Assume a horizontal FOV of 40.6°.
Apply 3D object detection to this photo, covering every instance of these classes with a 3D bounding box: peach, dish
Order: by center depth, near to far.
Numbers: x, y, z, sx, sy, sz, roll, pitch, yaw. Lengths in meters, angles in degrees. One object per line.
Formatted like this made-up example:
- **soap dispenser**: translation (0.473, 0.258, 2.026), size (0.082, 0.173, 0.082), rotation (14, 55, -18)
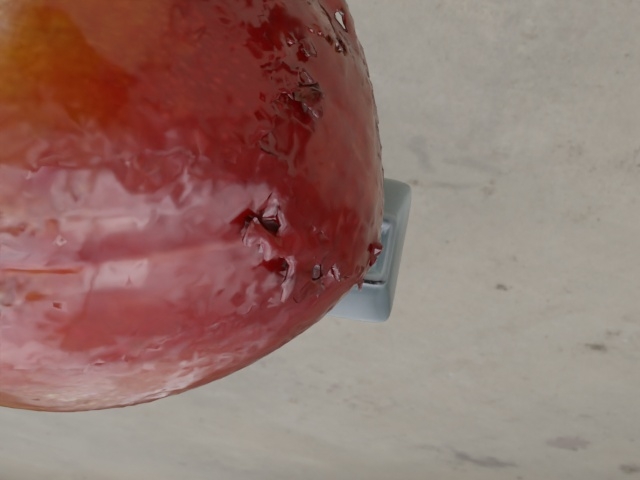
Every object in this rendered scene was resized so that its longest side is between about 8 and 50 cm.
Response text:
- **peach**: translation (-0.138, -0.053, 0.558), size (0.369, 0.370, 0.370), rotation (11, 156, 5)
- **dish**: translation (0.000, 0.000, 1.021), size (0.243, 0.182, 0.080), rotation (10, 180, -20)
